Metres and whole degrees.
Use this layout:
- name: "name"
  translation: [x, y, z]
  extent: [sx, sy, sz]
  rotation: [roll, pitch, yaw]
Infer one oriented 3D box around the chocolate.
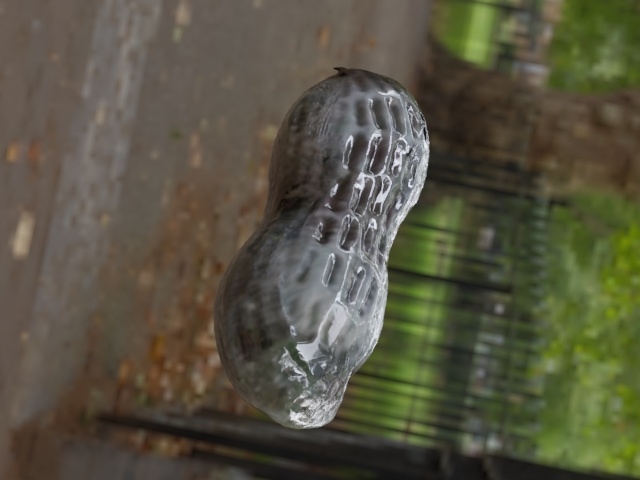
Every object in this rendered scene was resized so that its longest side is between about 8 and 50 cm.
- name: "chocolate"
  translation: [0.000, 0.000, 1.218]
  extent: [0.110, 0.110, 0.248]
  rotation: [95, 9, -56]
